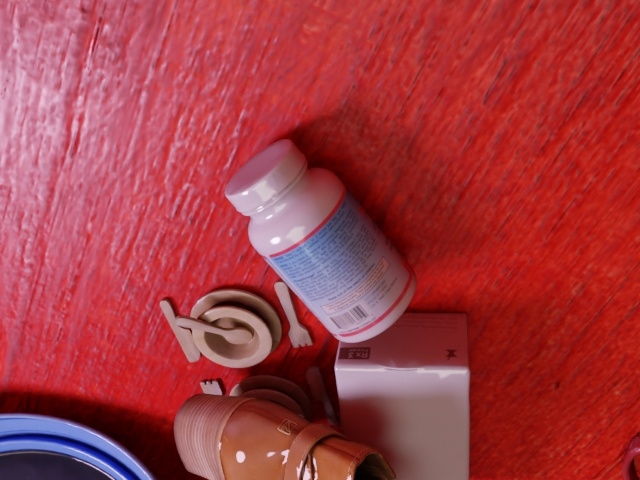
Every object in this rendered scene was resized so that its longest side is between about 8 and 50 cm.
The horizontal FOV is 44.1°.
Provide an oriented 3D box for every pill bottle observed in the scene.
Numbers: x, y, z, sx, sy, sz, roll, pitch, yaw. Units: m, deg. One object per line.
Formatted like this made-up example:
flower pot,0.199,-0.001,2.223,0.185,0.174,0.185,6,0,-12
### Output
pill bottle,0.000,0.000,0.630,0.087,0.087,0.160,-29,116,24

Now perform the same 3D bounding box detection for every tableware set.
tableware set,-0.066,0.131,0.758,0.128,0.039,0.194,-10,122,15

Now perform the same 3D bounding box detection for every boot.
boot,-0.002,0.264,0.732,0.220,0.109,0.283,4,120,41

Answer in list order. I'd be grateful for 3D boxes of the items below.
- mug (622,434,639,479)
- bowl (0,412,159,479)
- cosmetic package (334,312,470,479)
mug,0.374,0.254,0.758,0.113,0.150,0.169,-21,132,-22
bowl,-0.314,0.369,0.774,0.391,0.391,0.077,10,158,1
cosmetic package,0.082,0.178,0.744,0.118,0.085,0.231,1,122,9
